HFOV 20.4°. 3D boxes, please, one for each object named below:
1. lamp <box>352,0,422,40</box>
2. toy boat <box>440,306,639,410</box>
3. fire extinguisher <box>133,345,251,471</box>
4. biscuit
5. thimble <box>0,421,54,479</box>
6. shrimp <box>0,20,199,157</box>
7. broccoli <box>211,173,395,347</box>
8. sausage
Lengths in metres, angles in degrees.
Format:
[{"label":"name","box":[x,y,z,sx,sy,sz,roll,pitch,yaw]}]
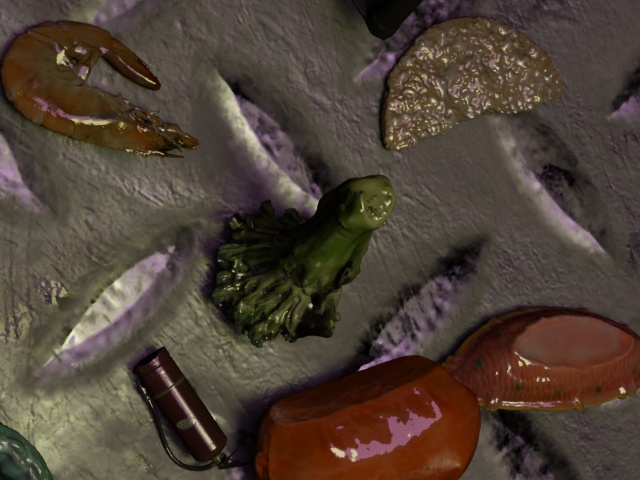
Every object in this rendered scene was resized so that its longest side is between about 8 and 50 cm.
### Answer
[{"label":"lamp","box":[-0.067,-0.390,1.920,0.272,0.205,0.374,-18,78,-28]},{"label":"toy boat","box":[0.282,0.142,2.114,0.318,0.099,0.141,-5,62,-24]},{"label":"fire extinguisher","box":[-0.149,0.195,1.944,0.078,0.045,0.157,-32,96,23]},{"label":"biscuit","box":[0.169,-0.198,2.110,0.250,0.032,0.133,-18,94,-22]},{"label":"thimble","box":[-0.367,0.279,1.795,0.198,0.143,0.235,-5,87,-24]},{"label":"shrimp","box":[-0.232,-0.161,1.934,0.236,0.053,0.133,21,59,-18]},{"label":"broccoli","box":[-0.005,0.004,1.882,0.145,0.304,0.165,10,67,-22]},{"label":"sausage","box":[0.051,0.222,1.971,0.268,0.153,0.141,-17,108,-21]}]
